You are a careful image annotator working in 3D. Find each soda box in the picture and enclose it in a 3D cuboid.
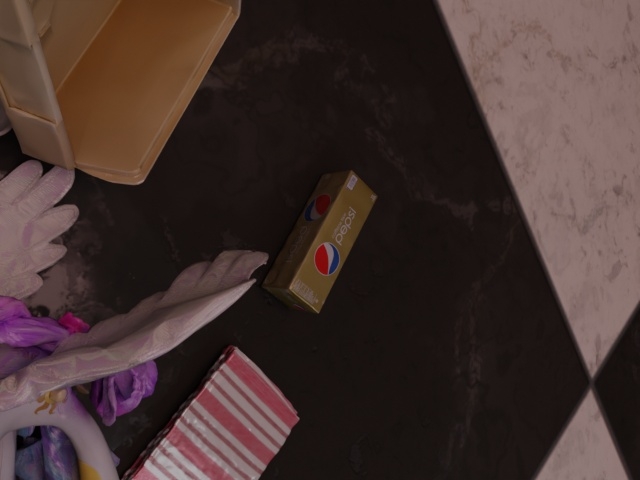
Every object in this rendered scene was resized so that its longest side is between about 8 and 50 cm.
[{"bbox_3d":[0.000,0.000,0.869,0.058,0.061,0.181,43,64,-32],"label":"soda box"}]

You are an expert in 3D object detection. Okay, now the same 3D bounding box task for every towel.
[{"bbox_3d":[-0.121,0.239,0.795,0.197,0.029,0.144,-51,120,-25],"label":"towel"}]

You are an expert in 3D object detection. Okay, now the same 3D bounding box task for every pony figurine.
[{"bbox_3d":[-0.242,0.112,0.536,0.351,0.302,0.364,-44,144,-55],"label":"pony figurine"}]

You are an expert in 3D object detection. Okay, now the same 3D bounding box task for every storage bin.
[{"bbox_3d":[-0.164,-0.219,0.572,0.123,0.262,0.261,21,63,0],"label":"storage bin"}]

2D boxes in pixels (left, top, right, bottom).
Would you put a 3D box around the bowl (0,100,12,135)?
[{"bbox_3d":[-0.324,-0.173,0.607,0.142,0.053,0.142,30,71,-35],"label":"bowl"}]
